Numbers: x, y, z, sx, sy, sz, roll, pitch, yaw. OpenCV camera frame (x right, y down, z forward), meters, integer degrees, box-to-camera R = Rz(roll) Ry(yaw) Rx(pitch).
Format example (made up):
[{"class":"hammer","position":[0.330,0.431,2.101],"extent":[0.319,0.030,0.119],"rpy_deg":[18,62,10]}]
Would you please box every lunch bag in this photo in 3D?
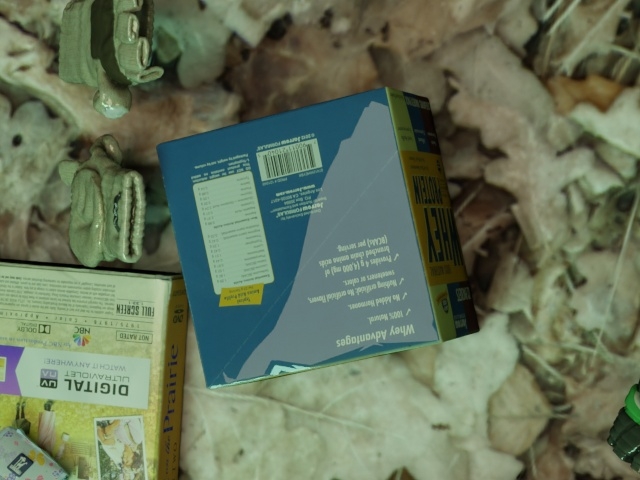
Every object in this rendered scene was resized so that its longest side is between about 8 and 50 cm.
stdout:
[{"class":"lunch bag","position":[-0.262,0.207,1.554],"extent":[0.071,0.053,0.083],"rpy_deg":[40,92,11]}]

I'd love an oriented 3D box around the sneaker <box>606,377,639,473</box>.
[{"class":"sneaker","position":[0.393,0.163,1.367],"extent":[0.344,0.134,0.146],"rpy_deg":[24,97,16]}]

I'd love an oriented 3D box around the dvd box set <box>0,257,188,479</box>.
[{"class":"dvd box set","position":[-0.274,0.225,1.617],"extent":[0.308,0.062,0.420],"rpy_deg":[3,92,17]}]

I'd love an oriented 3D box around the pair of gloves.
[{"class":"pair of gloves","position":[-0.173,-0.098,1.530],"extent":[0.042,0.204,0.240],"rpy_deg":[1,87,-24]}]

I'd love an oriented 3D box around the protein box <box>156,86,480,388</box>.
[{"class":"protein box","position":[0.000,0.000,1.486],"extent":[0.200,0.136,0.201],"rpy_deg":[-13,87,17]}]
